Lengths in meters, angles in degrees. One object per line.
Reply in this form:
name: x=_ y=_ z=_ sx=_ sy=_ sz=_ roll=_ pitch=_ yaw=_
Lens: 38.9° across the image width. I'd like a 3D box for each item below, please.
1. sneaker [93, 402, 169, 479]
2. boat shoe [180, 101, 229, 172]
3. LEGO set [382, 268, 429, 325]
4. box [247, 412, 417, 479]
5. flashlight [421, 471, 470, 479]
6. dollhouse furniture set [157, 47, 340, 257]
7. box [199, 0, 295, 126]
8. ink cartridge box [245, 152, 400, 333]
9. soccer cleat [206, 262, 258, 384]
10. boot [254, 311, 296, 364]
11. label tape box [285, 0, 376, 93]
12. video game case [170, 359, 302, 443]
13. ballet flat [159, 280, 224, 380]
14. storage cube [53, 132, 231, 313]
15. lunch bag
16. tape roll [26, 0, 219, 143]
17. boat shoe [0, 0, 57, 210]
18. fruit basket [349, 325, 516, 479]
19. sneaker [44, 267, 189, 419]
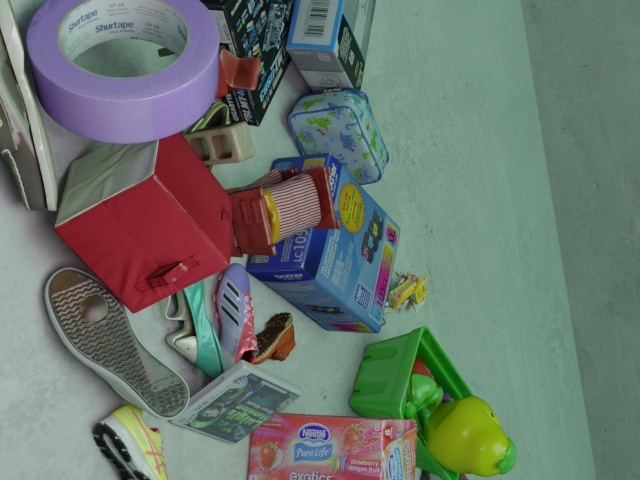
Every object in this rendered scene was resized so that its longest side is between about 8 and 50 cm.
sneaker: x=-0.282 y=0.352 z=1.475 sx=0.094 sy=0.081 sz=0.208 roll=-52 pitch=129 yaw=-49
boat shoe: x=-0.236 y=-0.122 z=1.583 sx=0.104 sy=0.089 sz=0.285 roll=38 pitch=57 yaw=-50
LEGO set: x=0.188 y=0.118 z=2.249 sx=0.287 sy=0.107 sz=0.132 roll=-13 pitch=133 yaw=-62
box: x=0.022 y=0.411 z=1.740 sx=0.142 sy=0.300 sz=0.154 roll=21 pitch=70 yaw=-55
flashlight: x=0.374 y=0.673 z=2.464 sx=0.304 sy=0.103 sz=0.103 roll=46 pitch=16 yaw=-51
dollhouse furniture set: x=-0.115 y=-0.170 z=1.552 sx=0.201 sy=0.152 sz=0.374 roll=-27 pitch=109 yaw=-49
box: x=-0.124 y=-0.423 z=1.727 sx=0.293 sy=0.073 sz=0.295 roll=78 pitch=28 yaw=-53
ink cartridge box: x=0.000 y=0.000 z=1.891 sx=0.395 sy=0.151 sz=0.270 roll=40 pitch=54 yaw=-47
soccer cleat: x=-0.149 y=0.165 z=1.684 sx=0.083 sy=0.095 sz=0.248 roll=26 pitch=67 yaw=-57
boot: x=-0.094 y=0.217 z=1.807 sx=0.158 sy=0.059 sz=0.084 roll=-42 pitch=127 yaw=-52
label tape box: x=0.043 y=-0.441 z=1.944 sx=0.348 sy=0.115 sz=0.249 roll=44 pitch=53 yaw=-67
video game case: x=-0.148 y=0.294 z=1.626 sx=0.190 sy=0.173 sz=0.022 roll=36 pitch=21 yaw=-51
ballet flat: x=-0.236 y=0.139 z=1.585 sx=0.087 sy=0.083 sz=0.247 roll=-18 pitch=103 yaw=-32
storage cube: x=-0.262 y=-0.043 z=1.379 sx=0.193 sy=0.184 sz=0.215 roll=54 pitch=18 yaw=-33
lunch bag: x=0.038 y=-0.220 z=1.945 sx=0.219 sy=0.176 sz=0.090 roll=62 pitch=35 yaw=-36
tape roll: x=-0.288 y=-0.272 z=1.343 sx=0.090 sy=0.275 sz=0.275 roll=100 pitch=12 yaw=-51
boat shoe: x=-0.443 y=-0.187 z=1.260 sx=0.097 sy=0.116 sz=0.324 roll=-15 pitch=114 yaw=-13
fruit basket: x=0.294 y=0.405 z=2.111 sx=0.392 sy=0.392 sz=0.283 roll=54 pitch=45 yaw=-40
sneaker: x=-0.334 y=0.169 z=1.418 sx=0.106 sy=0.123 sz=0.290 roll=-43 pitch=104 yaw=-25
